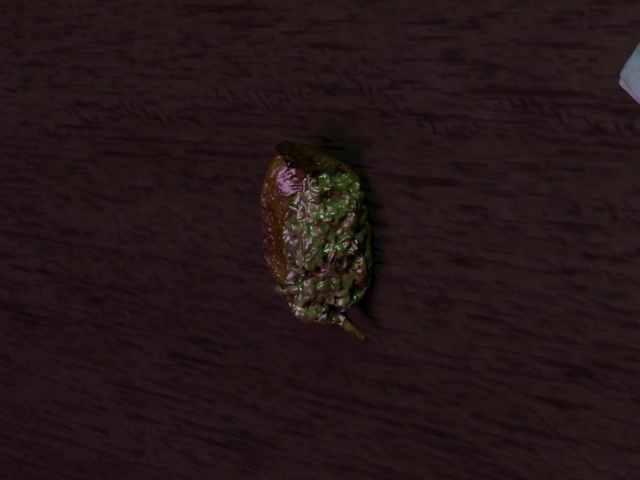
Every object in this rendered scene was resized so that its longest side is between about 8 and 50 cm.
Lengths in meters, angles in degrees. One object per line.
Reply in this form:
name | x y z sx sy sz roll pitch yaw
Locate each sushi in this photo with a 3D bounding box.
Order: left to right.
sushi | 0.000 0.000 1.005 0.055 0.052 0.120 -136 39 -54

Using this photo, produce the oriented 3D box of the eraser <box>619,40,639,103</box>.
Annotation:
eraser | 0.189 -0.122 0.633 0.046 0.092 0.212 52 144 21
